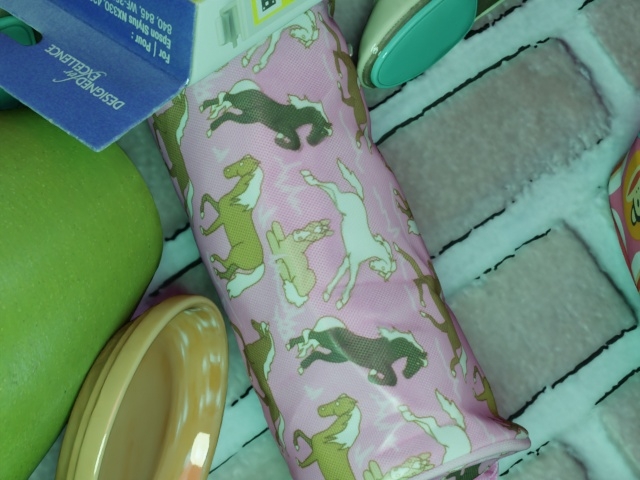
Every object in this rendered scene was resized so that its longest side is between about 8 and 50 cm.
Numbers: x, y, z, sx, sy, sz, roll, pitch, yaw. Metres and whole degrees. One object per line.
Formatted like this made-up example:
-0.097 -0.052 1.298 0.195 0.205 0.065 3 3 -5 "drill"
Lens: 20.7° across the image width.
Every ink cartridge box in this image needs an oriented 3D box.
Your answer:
-0.120 -0.217 1.127 0.307 0.072 0.303 -35 50 -29 "ink cartridge box"

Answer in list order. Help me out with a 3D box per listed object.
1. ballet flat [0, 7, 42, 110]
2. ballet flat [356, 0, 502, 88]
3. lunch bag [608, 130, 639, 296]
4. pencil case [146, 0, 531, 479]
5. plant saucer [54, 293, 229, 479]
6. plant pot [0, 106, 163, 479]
-0.214 -0.164 1.195 0.342 0.116 0.124 -38 65 -23 "ballet flat"
0.102 -0.199 1.308 0.248 0.086 0.086 -35 84 -24 "ballet flat"
0.365 -0.013 1.282 0.293 0.120 0.258 -2 55 -16 "lunch bag"
0.000 0.000 1.165 0.167 0.160 0.386 -17 77 -22 "pencil case"
-0.112 0.127 1.084 0.037 0.200 0.200 15 68 16 "plant saucer"
-0.242 0.045 1.052 0.275 0.275 0.293 47 52 3 "plant pot"
